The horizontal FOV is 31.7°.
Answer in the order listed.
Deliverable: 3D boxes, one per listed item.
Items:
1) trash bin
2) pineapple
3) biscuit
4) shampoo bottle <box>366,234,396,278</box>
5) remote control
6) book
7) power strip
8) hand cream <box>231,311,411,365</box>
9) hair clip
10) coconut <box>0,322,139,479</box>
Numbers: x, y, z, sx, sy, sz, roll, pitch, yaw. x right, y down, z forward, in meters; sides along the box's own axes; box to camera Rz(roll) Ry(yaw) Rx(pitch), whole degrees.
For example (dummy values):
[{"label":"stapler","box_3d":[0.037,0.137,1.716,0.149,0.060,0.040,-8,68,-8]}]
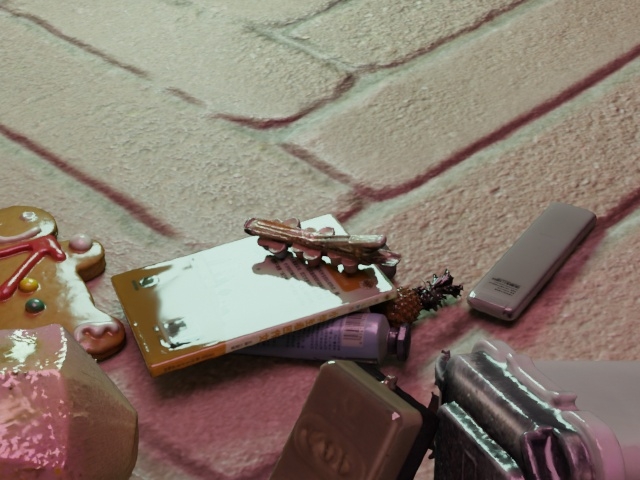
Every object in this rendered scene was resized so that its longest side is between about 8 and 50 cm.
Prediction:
[{"label":"trash bin","box_3d":[0.287,0.214,0.973,0.368,0.256,0.296,-4,13,-15]},{"label":"pineapple","box_3d":[0.120,0.068,1.344,0.124,0.058,0.058,-22,40,-26]},{"label":"biscuit","box_3d":[-0.373,0.046,1.410,0.216,0.047,0.339,-11,37,-13]},{"label":"shampoo bottle","box_3d":[0.008,0.037,1.404,0.165,0.040,0.080,-15,38,-16]},{"label":"remote control","box_3d":[0.270,0.024,1.422,0.067,0.029,0.261,20,39,28]},{"label":"book","box_3d":[-0.084,0.055,1.331,0.295,0.020,0.208,-16,32,-14]},{"label":"power strip","box_3d":[0.005,0.227,0.974,0.105,0.256,0.070,33,12,39]},{"label":"hand cream","box_3d":[-0.031,0.104,1.307,0.271,0.058,0.091,4,45,14]},{"label":"hair clip","box_3d":[0.003,0.005,1.336,0.214,0.056,0.062,7,49,38]},{"label":"coconut","box_3d":[-0.291,0.195,1.054,0.245,0.233,0.233,-11,37,-6]}]
